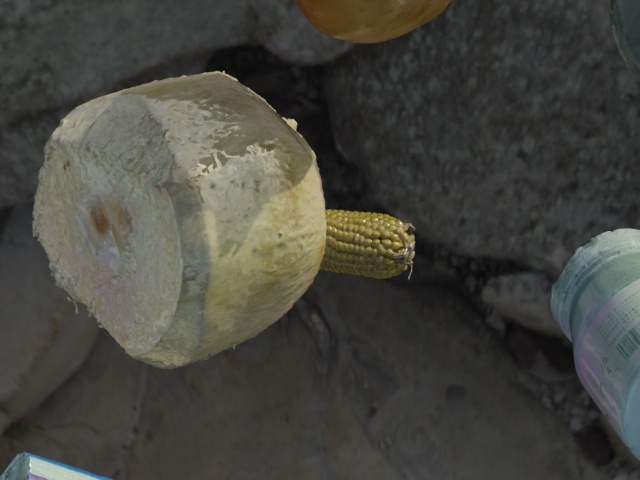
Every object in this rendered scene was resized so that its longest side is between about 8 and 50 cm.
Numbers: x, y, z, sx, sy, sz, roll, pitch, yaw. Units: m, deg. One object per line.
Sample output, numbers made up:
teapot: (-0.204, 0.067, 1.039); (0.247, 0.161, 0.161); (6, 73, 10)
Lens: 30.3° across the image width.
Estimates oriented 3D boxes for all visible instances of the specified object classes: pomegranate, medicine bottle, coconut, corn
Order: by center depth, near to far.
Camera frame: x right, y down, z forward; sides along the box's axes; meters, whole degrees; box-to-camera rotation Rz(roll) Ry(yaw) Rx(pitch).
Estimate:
pomegranate: (0.054, -0.294, 1.133); (0.209, 0.209, 0.209); (-1, 68, 2)
coconut: (-0.131, -0.029, 1.251); (0.254, 0.297, 0.297); (-21, 63, -46)
medicine bottle: (0.465, 0.136, 1.627); (0.245, 0.245, 0.290); (-17, 32, -5)
corn: (0.000, 0.000, 1.894); (0.305, 0.106, 0.106); (5, 68, 10)

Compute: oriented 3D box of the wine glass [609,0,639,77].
wine glass: (0.345, -0.083, 0.680); (0.267, 0.267, 0.406); (-17, 39, -5)

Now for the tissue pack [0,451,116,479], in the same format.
tissue pack: (-0.338, 0.421, 1.597); (0.198, 0.263, 0.146); (-47, 37, 20)
